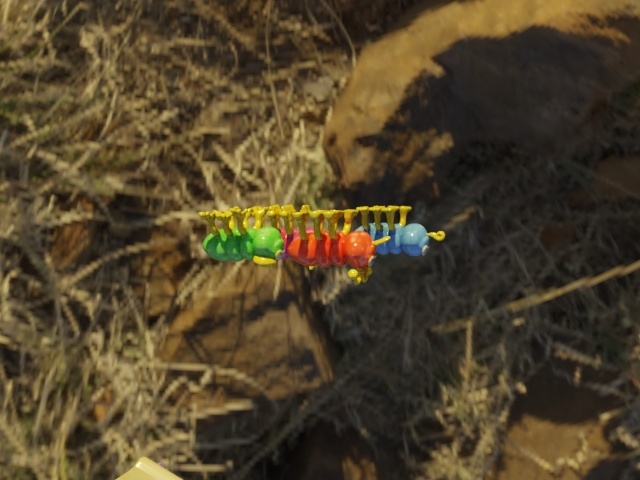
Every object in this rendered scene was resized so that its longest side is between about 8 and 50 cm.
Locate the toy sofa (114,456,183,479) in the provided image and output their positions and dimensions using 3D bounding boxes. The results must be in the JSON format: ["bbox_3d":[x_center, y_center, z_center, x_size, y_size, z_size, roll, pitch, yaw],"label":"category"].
[{"bbox_3d":[-0.240,0.448,1.650,0.150,0.177,0.362,30,95,7],"label":"toy sofa"}]

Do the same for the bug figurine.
[{"bbox_3d":[0.000,0.000,1.479,0.216,0.279,0.072,2,94,21],"label":"bug figurine"}]
